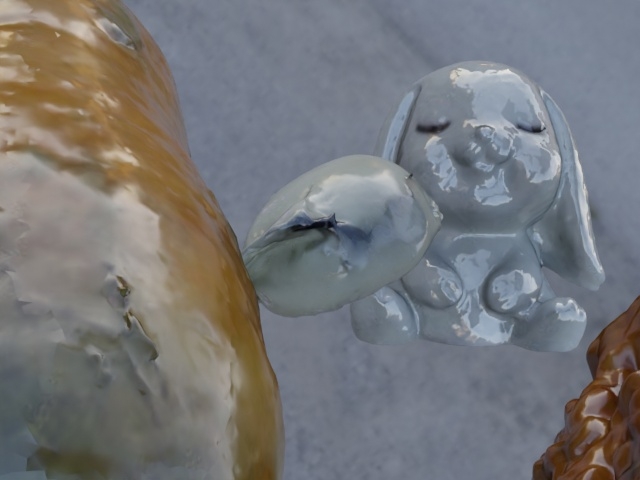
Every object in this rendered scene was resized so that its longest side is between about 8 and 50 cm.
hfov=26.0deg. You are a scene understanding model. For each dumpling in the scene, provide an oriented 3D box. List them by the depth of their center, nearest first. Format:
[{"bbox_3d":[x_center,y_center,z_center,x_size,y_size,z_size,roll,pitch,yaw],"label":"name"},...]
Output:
[{"bbox_3d":[0.000,0.001,0.960,0.092,0.150,0.176,55,39,-12],"label":"dumpling"}]

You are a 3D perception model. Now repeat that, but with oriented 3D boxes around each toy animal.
[{"bbox_3d":[0.139,-0.038,1.322,0.206,0.271,0.265,-62,153,-83],"label":"toy animal"}]

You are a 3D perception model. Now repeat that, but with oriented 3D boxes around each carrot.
[{"bbox_3d":[-0.137,0.037,0.612,0.224,0.224,0.341,27,26,-30],"label":"carrot"}]

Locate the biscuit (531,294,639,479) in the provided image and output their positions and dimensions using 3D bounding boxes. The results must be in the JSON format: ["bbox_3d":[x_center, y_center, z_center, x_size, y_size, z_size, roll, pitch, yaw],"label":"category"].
[{"bbox_3d":[0.239,0.102,0.833,0.110,0.312,0.318,37,35,-2],"label":"biscuit"}]
